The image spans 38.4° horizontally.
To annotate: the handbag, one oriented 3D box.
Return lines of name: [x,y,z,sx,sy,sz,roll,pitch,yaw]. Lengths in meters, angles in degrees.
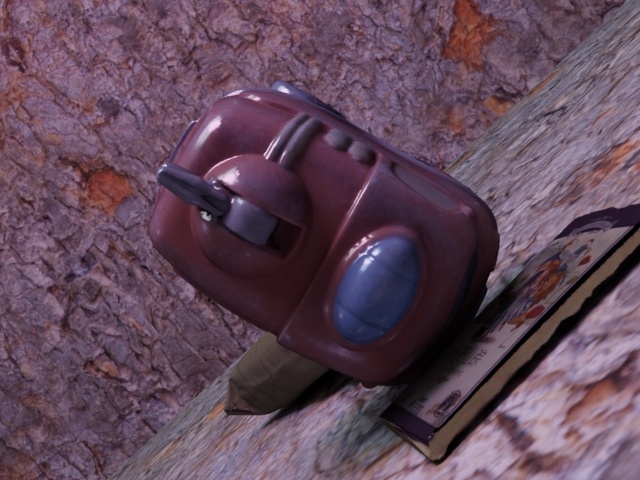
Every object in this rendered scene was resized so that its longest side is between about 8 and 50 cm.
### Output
handbag: [0.013,0.097,1.150,0.253,0.109,0.316,-40,-6,-33]

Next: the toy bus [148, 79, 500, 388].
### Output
toy bus: [0.000,0.000,0.739,0.197,0.294,0.232,-59,0,7]

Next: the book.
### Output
book: [0.139,0.059,0.663,0.231,0.026,0.157,-43,2,-7]
